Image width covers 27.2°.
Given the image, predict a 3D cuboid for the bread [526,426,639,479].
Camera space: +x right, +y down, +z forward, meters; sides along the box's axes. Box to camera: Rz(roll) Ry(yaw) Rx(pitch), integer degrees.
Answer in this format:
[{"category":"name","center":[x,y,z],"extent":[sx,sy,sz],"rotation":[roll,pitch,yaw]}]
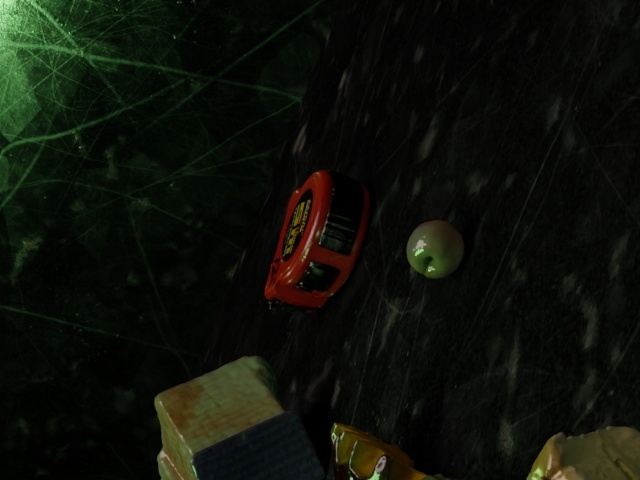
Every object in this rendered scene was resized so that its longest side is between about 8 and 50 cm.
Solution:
[{"category":"bread","center":[0.219,0.292,0.941],"extent":[0.246,0.111,0.239],"rotation":[54,138,45]}]

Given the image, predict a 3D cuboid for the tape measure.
[{"category":"tape measure","center":[0.000,-0.001,2.450],"extent":[0.260,0.114,0.253],"rotation":[146,141,-64]}]

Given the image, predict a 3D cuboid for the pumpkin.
[{"category":"pumpkin","center":[0.063,0.329,1.681],"extent":[0.254,0.131,0.149],"rotation":[-162,90,-76]}]

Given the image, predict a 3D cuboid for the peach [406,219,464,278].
[{"category":"peach","center":[0.161,0.011,1.827],"extent":[0.083,0.083,0.083],"rotation":[-162,90,-77]}]

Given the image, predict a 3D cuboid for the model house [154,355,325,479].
[{"category":"model house","center":[-0.125,0.411,2.228],"extent":[0.280,0.245,0.312],"rotation":[46,150,46]}]

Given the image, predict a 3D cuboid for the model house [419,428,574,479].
[{"category":"model house","center":[0.134,0.290,1.339],"extent":[0.218,0.205,0.278],"rotation":[22,73,41]}]
